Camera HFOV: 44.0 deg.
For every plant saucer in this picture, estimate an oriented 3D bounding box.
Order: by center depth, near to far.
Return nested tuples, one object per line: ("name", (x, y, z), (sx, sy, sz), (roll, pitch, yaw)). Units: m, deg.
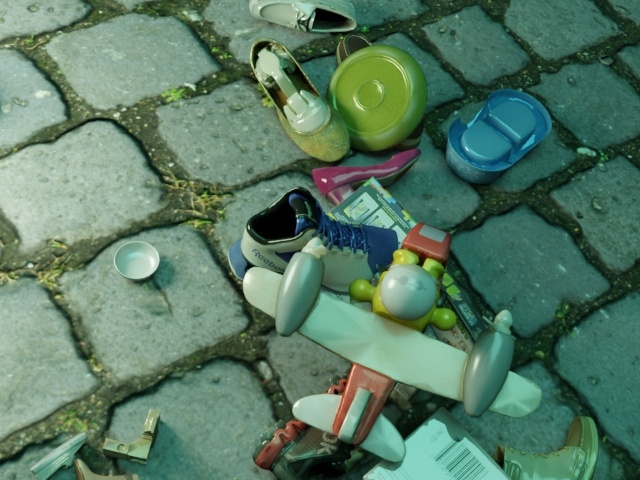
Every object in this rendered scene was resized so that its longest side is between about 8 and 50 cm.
("plant saucer", (0.115, -0.318, 1.743), (0.240, 0.037, 0.241), (-2, 84, 22))

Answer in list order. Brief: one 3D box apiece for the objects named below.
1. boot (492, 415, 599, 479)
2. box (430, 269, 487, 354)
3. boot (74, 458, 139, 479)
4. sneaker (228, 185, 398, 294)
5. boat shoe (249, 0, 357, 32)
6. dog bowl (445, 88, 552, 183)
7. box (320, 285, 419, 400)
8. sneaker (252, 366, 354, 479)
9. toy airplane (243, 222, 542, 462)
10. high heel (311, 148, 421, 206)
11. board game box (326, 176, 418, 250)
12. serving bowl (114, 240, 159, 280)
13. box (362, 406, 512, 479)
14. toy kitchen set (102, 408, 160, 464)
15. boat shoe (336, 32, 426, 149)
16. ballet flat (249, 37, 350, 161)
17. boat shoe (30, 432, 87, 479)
("boot", (0.394, 0.386, 1.401), (0.165, 0.077, 0.213), (21, 61, 3))
("box", (0.263, 0.171, 1.495), (0.036, 0.114, 0.207), (-18, 63, -23))
("boot", (-0.333, 0.391, 1.261), (0.087, 0.042, 0.118), (-14, 62, -28))
("sneaker", (-0.001, 0.000, 1.429), (0.315, 0.182, 0.128), (1, 58, -12))
("boat shoe", (-0.038, -0.550, 1.929), (0.267, 0.096, 0.088), (1, 51, -22))
("dog bowl", (0.404, -0.236, 1.826), (0.166, 0.074, 0.297), (43, 59, 16))
("box", (0.079, 0.158, 1.491), (0.063, 0.067, 0.324), (-35, 69, -30))
("sneaker", (0.022, 0.322, 1.349), (0.276, 0.098, 0.135), (-36, 70, -28))
("toy airplane", (0.108, 0.147, 1.255), (0.386, 0.272, 0.384), (-14, 59, -17))
("high heel", (0.102, -0.160, 1.702), (0.244, 0.082, 0.117), (-35, 80, -16))
("board game box", (0.110, -0.021, 1.597), (0.141, 0.048, 0.170), (-39, 77, -10))
("serving bowl", (-0.346, 0.043, 1.495), (0.083, 0.027, 0.083), (6, 56, -9))
("box", (0.191, 0.404, 1.294), (0.182, 0.119, 0.181), (-39, 70, -15))
("toy kitchen set", (-0.307, 0.310, 1.299), (0.075, 0.068, 0.083), (14, 54, -3))
("boat shoe", (0.146, -0.372, 1.827), (0.123, 0.123, 0.342), (-13, 61, -21))
("ballet flat", (-0.058, -0.317, 1.743), (0.123, 0.123, 0.349), (-20, 62, -24))
("boat shoe", (-0.413, 0.350, 1.273), (0.100, 0.035, 0.035), (-36, 98, -34))
